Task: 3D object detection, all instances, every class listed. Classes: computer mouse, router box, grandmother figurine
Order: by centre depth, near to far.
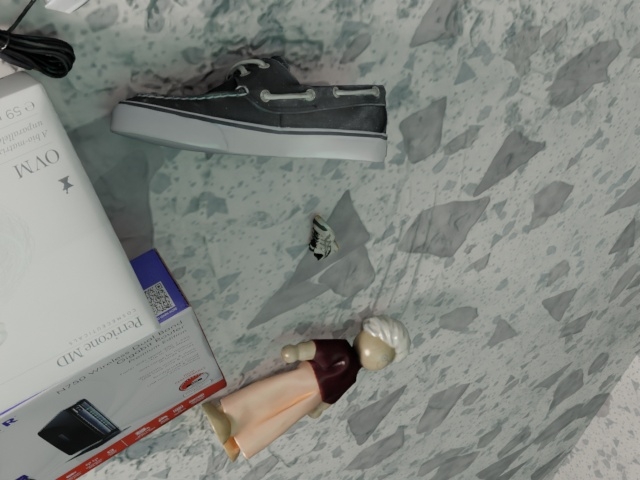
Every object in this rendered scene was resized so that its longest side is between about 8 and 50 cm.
[{"bbox_3d":[-0.200,-0.215,0.592,0.193,0.042,0.106,-50,142,14],"label":"computer mouse"},{"bbox_3d":[-0.286,0.181,0.848,0.335,0.082,0.301,-30,158,-13],"label":"router box"},{"bbox_3d":[-0.009,0.225,1.194,0.342,0.104,0.208,-28,152,-12],"label":"grandmother figurine"}]

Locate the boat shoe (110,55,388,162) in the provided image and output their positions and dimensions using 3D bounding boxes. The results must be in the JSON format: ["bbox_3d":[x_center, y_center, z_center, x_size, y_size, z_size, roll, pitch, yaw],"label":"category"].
[{"bbox_3d":[-0.060,-0.136,0.763,0.301,0.108,0.102,0,97,-27],"label":"boat shoe"}]

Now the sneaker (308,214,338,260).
[{"bbox_3d":[0.000,0.000,1.013,0.037,0.032,0.083,-34,144,-9],"label":"sneaker"}]

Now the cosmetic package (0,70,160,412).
[{"bbox_3d":[-0.286,0.014,0.607,0.224,0.138,0.225,-28,117,-17],"label":"cosmetic package"}]
